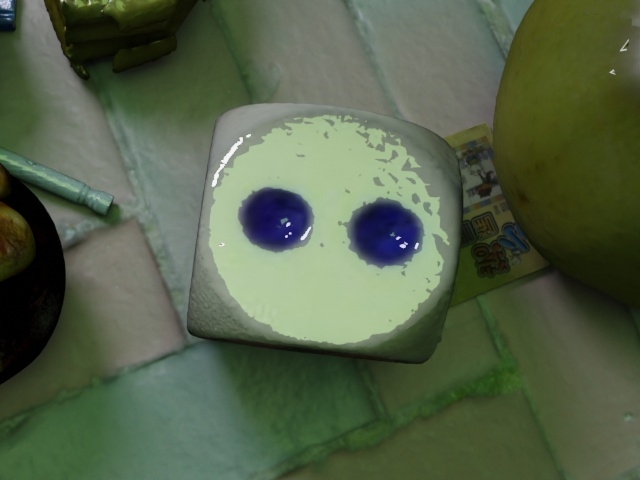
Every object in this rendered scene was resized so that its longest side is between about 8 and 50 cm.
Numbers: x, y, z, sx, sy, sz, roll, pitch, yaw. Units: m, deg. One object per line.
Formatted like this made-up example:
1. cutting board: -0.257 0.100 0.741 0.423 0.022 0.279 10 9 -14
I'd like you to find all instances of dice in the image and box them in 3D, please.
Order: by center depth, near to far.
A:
1. dice: 0.000 0.000 1.157 0.251 0.259 0.243 7 80 -5

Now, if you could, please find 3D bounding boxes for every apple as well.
1. apple: 0.415 -0.140 1.183 0.474 0.473 0.473 2 76 -8

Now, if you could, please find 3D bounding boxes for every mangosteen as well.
1. mangosteen: -0.376 0.008 1.079 0.275 0.302 0.275 12 49 -15

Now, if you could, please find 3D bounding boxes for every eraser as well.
1. eraser: -0.393 -0.275 1.288 0.085 0.027 0.063 1 75 -8

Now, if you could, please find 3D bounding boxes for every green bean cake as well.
1. green bean cake: -0.218 -0.366 1.207 0.202 0.285 0.309 -16 81 -17

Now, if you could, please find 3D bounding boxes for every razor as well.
1. razor: -0.339 -0.087 1.237 0.232 0.068 0.106 23 74 -8

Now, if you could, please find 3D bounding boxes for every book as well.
1. book: 0.161 -0.028 1.320 0.168 0.013 0.192 -21 81 -14
